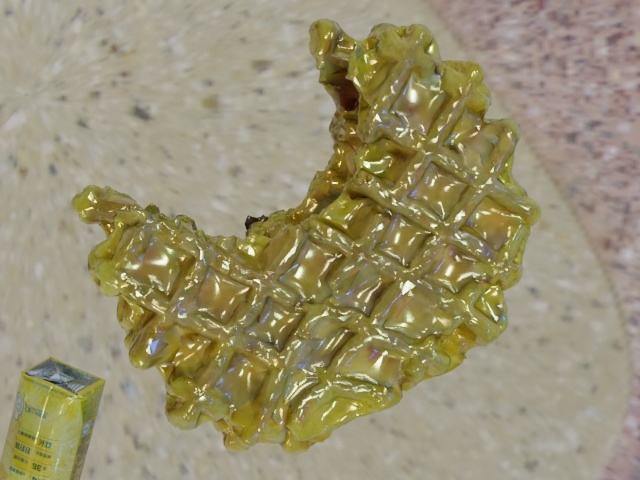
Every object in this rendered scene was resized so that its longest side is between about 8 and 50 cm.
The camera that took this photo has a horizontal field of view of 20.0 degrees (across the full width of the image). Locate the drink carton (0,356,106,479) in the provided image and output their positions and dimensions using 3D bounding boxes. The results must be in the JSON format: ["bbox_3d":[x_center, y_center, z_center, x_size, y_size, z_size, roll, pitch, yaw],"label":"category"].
[{"bbox_3d":[-0.269,0.218,1.745,0.084,0.074,0.200,19,106,13],"label":"drink carton"}]

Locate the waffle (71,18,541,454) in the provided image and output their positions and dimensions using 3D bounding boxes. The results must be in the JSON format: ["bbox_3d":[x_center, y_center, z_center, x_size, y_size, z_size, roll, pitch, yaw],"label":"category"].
[{"bbox_3d":[0.000,0.000,1.324,0.324,0.151,0.261,-36,100,-1],"label":"waffle"}]
